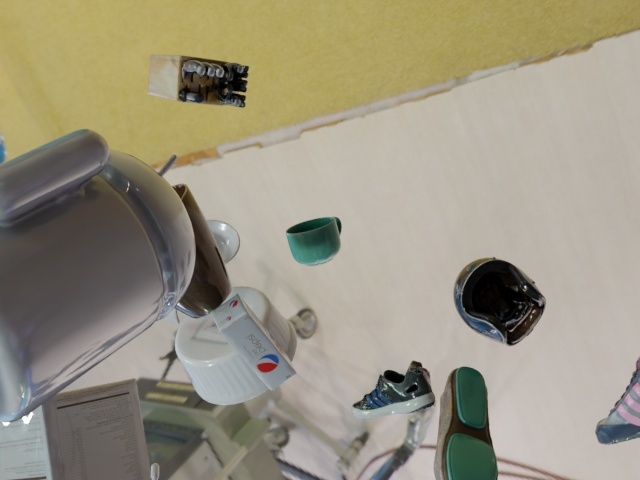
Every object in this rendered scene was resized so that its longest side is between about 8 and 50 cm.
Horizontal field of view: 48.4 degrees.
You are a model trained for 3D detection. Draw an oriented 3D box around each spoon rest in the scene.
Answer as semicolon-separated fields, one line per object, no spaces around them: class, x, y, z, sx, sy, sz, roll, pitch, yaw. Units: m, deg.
spoon rest;-0.292;0.061;1.689;0.137;0.276;0.084;23;152;11

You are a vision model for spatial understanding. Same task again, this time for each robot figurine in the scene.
robot figurine;-0.264;0.032;0.689;0.200;0.353;0.300;37;133;15

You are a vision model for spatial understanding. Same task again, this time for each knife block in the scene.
knife block;-0.261;-0.315;1.390;0.276;0.242;0.088;10;101;15

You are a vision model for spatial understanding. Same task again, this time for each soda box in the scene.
soda box;-0.135;0.212;1.463;0.216;0.069;0.074;56;178;-37

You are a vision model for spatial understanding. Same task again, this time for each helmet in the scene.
helmet;0.346;0.115;1.416;0.161;0.169;0.169;41;141;34

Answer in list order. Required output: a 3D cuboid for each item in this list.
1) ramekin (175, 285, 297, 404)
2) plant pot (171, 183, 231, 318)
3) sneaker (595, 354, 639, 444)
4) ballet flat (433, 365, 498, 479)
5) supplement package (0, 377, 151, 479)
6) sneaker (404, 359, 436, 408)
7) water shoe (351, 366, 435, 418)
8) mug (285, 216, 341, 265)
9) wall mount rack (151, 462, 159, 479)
ramekin;-0.208;0.237;1.688;0.277;0.277;0.135;6;137;38
plant pot;-0.289;0.041;1.445;0.215;0.215;0.230;-11;123;44
sneaker;0.601;0.273;1.293;0.131;0.112;0.319;63;145;20
ballet flat;0.249;0.363;1.251;0.107;0.316;0.106;24;126;-1
supplement package;-0.297;0.305;0.858;0.134;0.139;0.244;-17;79;36
sneaker;0.263;0.369;1.827;0.072;0.077;0.178;7;147;25
water shoe;0.130;0.278;1.313;0.203;0.073;0.080;-24;77;47
mug;-0.001;0.003;1.794;0.129;0.158;0.097;-151;45;-71
wall mount rack;-0.273;0.648;1.507;0.304;0.130;0.350;21;136;35
